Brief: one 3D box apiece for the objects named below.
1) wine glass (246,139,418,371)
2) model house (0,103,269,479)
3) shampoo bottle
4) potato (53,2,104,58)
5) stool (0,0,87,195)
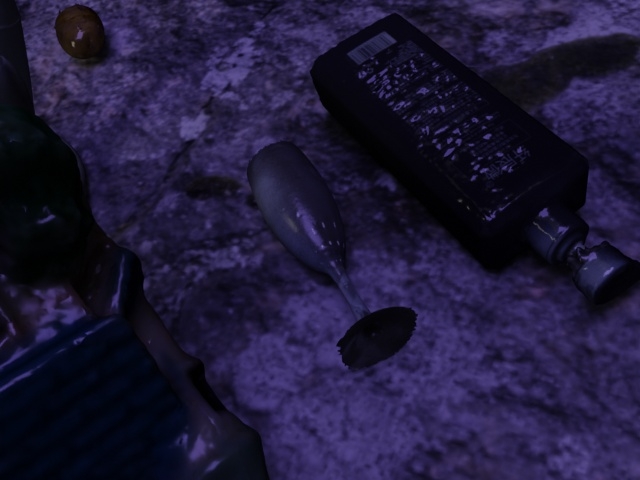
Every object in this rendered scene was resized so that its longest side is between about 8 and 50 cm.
[{"bbox_3d":[0.000,0.000,0.593,0.066,0.066,0.198,-27,51,-5],"label":"wine glass"},{"bbox_3d":[-0.196,0.134,0.428,0.312,0.245,0.280,-33,75,-25],"label":"model house"},{"bbox_3d":[0.113,-0.066,0.604,0.098,0.071,0.309,-32,52,-10],"label":"shampoo bottle"},{"bbox_3d":[-0.258,-0.224,0.851,0.051,0.040,0.083,-32,50,3],"label":"potato"},{"bbox_3d":[-0.311,-0.088,0.648,0.195,0.199,0.195,-16,53,-10],"label":"stool"}]
